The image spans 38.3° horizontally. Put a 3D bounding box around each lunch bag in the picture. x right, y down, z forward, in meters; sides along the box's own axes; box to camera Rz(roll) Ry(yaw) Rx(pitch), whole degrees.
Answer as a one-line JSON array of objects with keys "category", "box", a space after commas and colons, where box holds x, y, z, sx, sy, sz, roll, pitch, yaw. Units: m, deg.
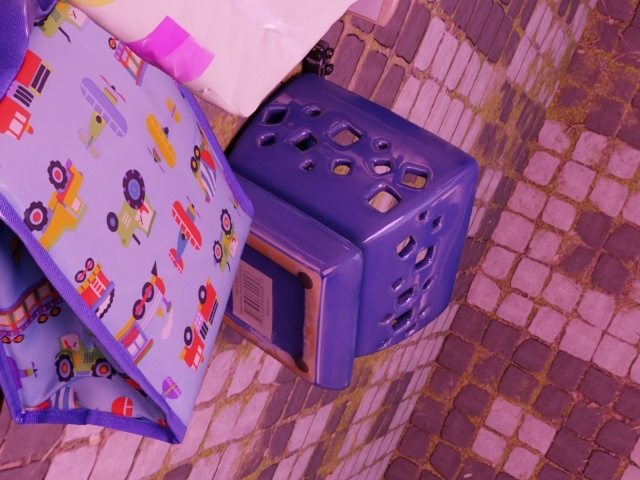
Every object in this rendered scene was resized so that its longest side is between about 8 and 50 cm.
[{"category": "lunch bag", "box": [-0.153, -0.038, 0.613, 0.293, 0.138, 0.220, 80, 18, -49]}]

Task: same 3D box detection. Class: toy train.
[{"category": "toy train", "box": [-0.004, -0.155, 1.046, 0.036, 0.027, 0.158, -45, 152, -33]}]

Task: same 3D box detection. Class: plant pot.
[{"category": "plant pot", "box": [0.000, 0.000, 0.965, 0.212, 0.236, 0.236, -39, 148, -35]}]

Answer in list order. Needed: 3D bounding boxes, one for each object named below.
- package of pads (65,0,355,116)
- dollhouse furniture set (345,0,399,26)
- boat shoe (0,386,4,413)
[{"category": "package of pads", "box": [-0.135, -0.195, 0.344, 0.101, 0.229, 0.296, -45, 148, 7]}, {"category": "dollhouse furniture set", "box": [0.019, -0.303, 0.691, 0.303, 0.198, 0.286, -16, 128, -62]}, {"category": "boat shoe", "box": [-0.259, 0.045, 0.627, 0.073, 0.073, 0.206, -105, -164, -53]}]
